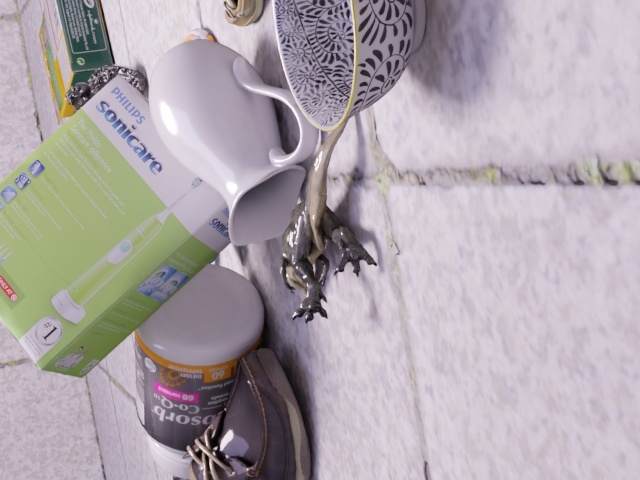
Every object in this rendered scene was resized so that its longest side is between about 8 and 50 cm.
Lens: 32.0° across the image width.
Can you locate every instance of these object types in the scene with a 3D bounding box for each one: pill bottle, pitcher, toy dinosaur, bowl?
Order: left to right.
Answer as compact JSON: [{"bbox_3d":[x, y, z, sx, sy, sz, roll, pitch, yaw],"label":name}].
[{"bbox_3d":[-0.158,0.176,1.440,0.278,0.162,0.162,97,154,-43],"label":"pill bottle"},{"bbox_3d":[-0.085,-0.126,1.155,0.207,0.125,0.178,57,133,24],"label":"pitcher"},{"bbox_3d":[0.000,0.000,1.051,0.268,0.064,0.118,110,151,-51],"label":"toy dinosaur"},{"bbox_3d":[0.028,-0.172,0.838,0.170,0.080,0.170,168,90,-70],"label":"bowl"}]

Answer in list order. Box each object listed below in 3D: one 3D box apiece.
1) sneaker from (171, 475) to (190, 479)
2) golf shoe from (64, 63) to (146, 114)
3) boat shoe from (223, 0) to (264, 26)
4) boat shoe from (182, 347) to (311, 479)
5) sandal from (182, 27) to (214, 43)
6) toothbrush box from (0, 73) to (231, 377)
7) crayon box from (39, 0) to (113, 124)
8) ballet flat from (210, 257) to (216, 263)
[{"bbox_3d":[-0.231,0.430,1.960,0.188,0.067,0.078,141,138,-71],"label":"sneaker"},{"bbox_3d":[-0.338,-0.257,1.846,0.198,0.094,0.077,-6,111,45],"label":"golf shoe"},{"bbox_3d":[-0.083,-0.264,1.146,0.153,0.048,0.056,144,113,-69],"label":"boat shoe"},{"bbox_3d":[-0.094,0.285,1.364,0.132,0.130,0.355,-123,29,-47],"label":"boat shoe"},{"bbox_3d":[-0.146,-0.168,1.337,0.265,0.076,0.102,-122,28,-46],"label":"sandal"},{"bbox_3d":[-0.255,-0.012,1.288,0.206,0.283,0.122,47,-179,16],"label":"toothbrush box"},{"bbox_3d":[-0.473,-0.368,2.146,0.323,0.083,0.203,147,110,-69],"label":"crayon box"},{"bbox_3d":[-0.171,-0.073,1.481,0.087,0.083,0.247,-55,40,30],"label":"ballet flat"}]
